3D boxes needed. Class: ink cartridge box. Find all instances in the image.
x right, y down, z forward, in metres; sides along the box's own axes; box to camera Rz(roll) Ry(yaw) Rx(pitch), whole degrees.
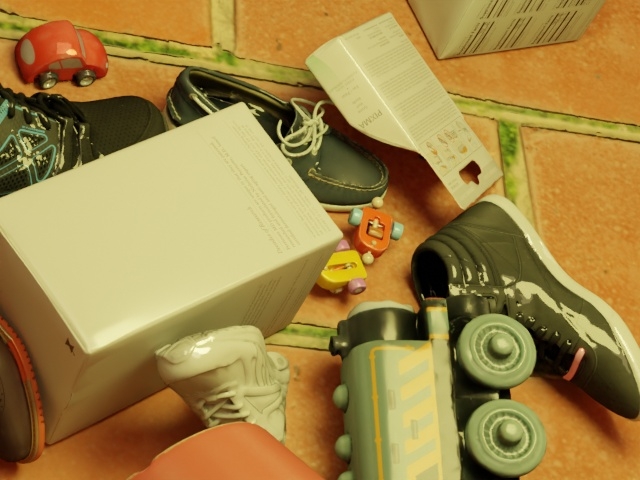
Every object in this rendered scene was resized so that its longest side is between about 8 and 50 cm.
[{"bbox_3d":[0.094,-0.131,1.954,0.225,0.056,0.181,56,25,-1],"label":"ink cartridge box"}]

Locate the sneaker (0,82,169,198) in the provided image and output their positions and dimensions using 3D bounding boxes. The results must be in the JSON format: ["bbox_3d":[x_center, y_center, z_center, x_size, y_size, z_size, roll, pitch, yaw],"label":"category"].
[{"bbox_3d":[-0.290,-0.094,1.732,0.340,0.140,0.125,-19,38,-33],"label":"sneaker"}]

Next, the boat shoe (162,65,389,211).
[{"bbox_3d":[-0.039,-0.111,1.902,0.254,0.079,0.095,26,48,-5],"label":"boat shoe"}]

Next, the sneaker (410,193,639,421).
[{"bbox_3d":[0.204,0.090,1.852,0.147,0.105,0.296,-24,63,-31],"label":"sneaker"}]

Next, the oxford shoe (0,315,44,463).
[{"bbox_3d":[-0.337,0.087,1.607,0.098,0.097,0.271,-29,89,-42],"label":"oxford shoe"}]

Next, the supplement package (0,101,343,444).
[{"bbox_3d":[-0.162,0.026,1.694,0.293,0.177,0.175,-25,70,-34],"label":"supplement package"}]

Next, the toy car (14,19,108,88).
[{"bbox_3d":[-0.344,-0.170,1.836,0.239,0.053,0.225,21,52,-7],"label":"toy car"}]

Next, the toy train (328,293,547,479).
[{"bbox_3d":[0.106,0.202,1.699,0.190,0.142,0.334,2,64,-11],"label":"toy train"}]

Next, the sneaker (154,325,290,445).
[{"bbox_3d":[-0.075,0.147,1.638,0.090,0.232,0.115,-17,70,17],"label":"sneaker"}]

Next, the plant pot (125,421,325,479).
[{"bbox_3d":[-0.056,0.302,1.509,0.275,0.275,0.243,-22,59,-32],"label":"plant pot"}]

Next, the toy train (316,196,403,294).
[{"bbox_3d":[0.000,0.000,1.865,0.166,0.046,0.125,16,51,-15],"label":"toy train"}]

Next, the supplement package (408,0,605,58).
[{"bbox_3d":[0.208,-0.338,2.114,0.203,0.149,0.194,-10,62,-27],"label":"supplement package"}]
